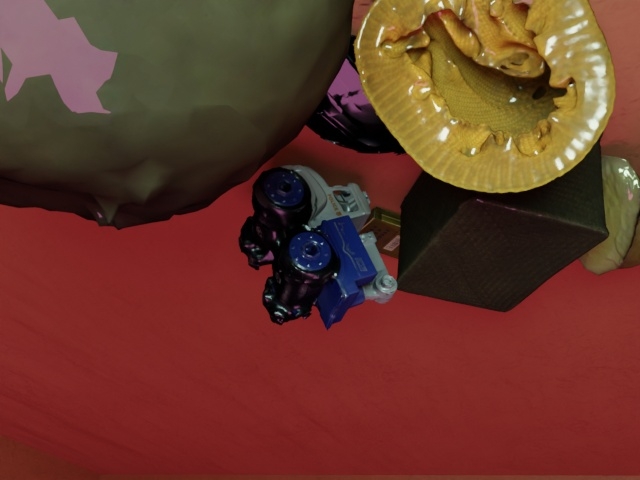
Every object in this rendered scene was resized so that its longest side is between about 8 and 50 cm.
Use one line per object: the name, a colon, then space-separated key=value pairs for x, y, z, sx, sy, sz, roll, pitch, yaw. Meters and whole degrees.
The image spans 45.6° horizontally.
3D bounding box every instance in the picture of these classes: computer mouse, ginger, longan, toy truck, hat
computer mouse: x=0.040 y=-0.154 z=0.857 sx=0.242 sy=0.077 sz=0.147 roll=28 pitch=142 yaw=-34
ginger: x=0.405 y=-0.040 z=0.994 sx=0.123 sy=0.115 sz=0.193 roll=-15 pitch=143 yaw=-7
longan: x=-0.172 y=-0.194 z=0.518 sx=0.404 sy=0.403 sz=0.435 roll=9 pitch=147 yaw=-6
toy truck: x=0.000 y=0.000 z=1.014 sx=0.177 sy=0.213 sz=0.161 roll=-16 pitch=157 yaw=-21
hat: x=0.193 y=-0.156 z=0.789 sx=0.245 sy=0.233 sz=0.233 roll=3 pitch=179 yaw=28

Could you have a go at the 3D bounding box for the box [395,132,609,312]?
box: x=0.223 y=-0.030 z=0.978 sx=0.184 sy=0.143 sz=0.273 roll=11 pitch=151 yaw=-10

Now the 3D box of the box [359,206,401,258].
box: x=0.117 y=-0.005 z=1.161 sx=0.133 sy=0.023 sz=0.090 roll=17 pitch=150 yaw=-19
